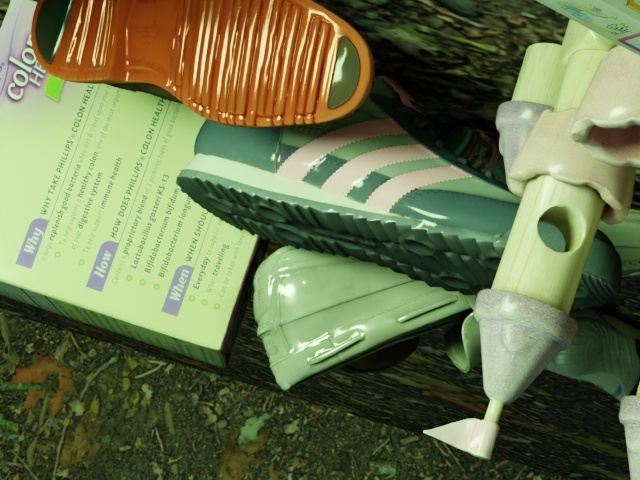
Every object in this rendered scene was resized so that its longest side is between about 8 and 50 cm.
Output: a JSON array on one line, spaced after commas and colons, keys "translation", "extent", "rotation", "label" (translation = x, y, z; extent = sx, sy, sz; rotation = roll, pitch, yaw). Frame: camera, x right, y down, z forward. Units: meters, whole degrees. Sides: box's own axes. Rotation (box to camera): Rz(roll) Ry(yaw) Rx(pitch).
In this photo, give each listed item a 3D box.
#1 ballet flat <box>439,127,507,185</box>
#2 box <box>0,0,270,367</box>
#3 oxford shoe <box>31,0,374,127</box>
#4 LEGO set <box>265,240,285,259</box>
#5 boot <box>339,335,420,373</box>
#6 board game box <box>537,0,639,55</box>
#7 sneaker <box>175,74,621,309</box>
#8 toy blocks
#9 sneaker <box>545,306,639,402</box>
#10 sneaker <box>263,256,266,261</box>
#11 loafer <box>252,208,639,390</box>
[{"translation": [0.068, -0.039, 1.112], "extent": [0.079, 0.077, 0.221], "rotation": [49, 152, -23], "label": "ballet flat"}, {"translation": [-0.154, -0.042, 1.108], "extent": [0.243, 0.213, 0.117], "rotation": [18, 168, 2], "label": "box"}, {"translation": [-0.065, -0.129, 0.943], "extent": [0.271, 0.097, 0.098], "rotation": [17, -173, 34], "label": "oxford shoe"}, {"translation": [0.000, 0.000, 1.252], "extent": [0.287, 0.132, 0.107], "rotation": [21, 172, -1], "label": "LEGO set"}, {"translation": [0.121, 0.052, 1.428], "extent": [0.280, 0.096, 0.264], "rotation": [-13, 150, 30], "label": "boot"}, {"translation": [0.159, -0.119, 0.580], "extent": [0.154, 0.103, 0.026], "rotation": [23, 167, -22], "label": "board game box"}, {"translation": [0.061, -0.049, 0.961], "extent": [0.319, 0.131, 0.112], "rotation": [17, 161, 21], "label": "sneaker"}, {"translation": [0.219, 0.027, 0.766], "extent": [0.289, 0.260, 0.309], "rotation": [20, 168, -8], "label": "toy blocks"}, {"translation": [0.295, 0.114, 1.490], "extent": [0.237, 0.085, 0.086], "rotation": [26, -168, -45], "label": "sneaker"}, {"translation": [-0.088, -0.018, 1.455], "extent": [0.225, 0.088, 0.093], "rotation": [12, 166, -18], "label": "sneaker"}, {"translation": [0.110, 0.043, 1.067], "extent": [0.319, 0.111, 0.112], "rotation": [-10, 169, -1], "label": "loafer"}]
